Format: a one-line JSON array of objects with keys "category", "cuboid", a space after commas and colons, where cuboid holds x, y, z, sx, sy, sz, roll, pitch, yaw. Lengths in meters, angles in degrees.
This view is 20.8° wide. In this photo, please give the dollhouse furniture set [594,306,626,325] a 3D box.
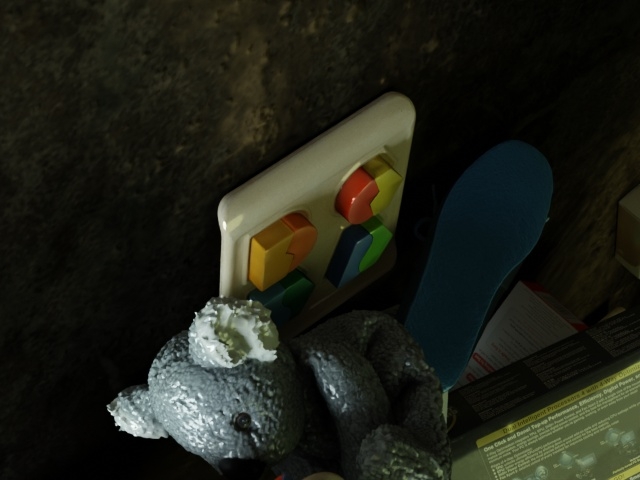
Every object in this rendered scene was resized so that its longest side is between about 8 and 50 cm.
[{"category": "dollhouse furniture set", "cuboid": [0.388, 0.118, 1.917, 0.374, 0.152, 0.201, -35, 168, -24]}]

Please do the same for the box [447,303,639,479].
[{"category": "box", "cuboid": [0.218, 0.283, 1.729, 0.395, 0.097, 0.318, -25, 115, -6]}]

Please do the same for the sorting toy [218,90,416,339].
[{"category": "sorting toy", "cuboid": [0.000, 0.000, 1.388, 0.193, 0.038, 0.208, -34, 149, -25]}]

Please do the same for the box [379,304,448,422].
[{"category": "box", "cuboid": [0.051, 0.144, 1.566, 0.126, 0.072, 0.137, -19, 119, -42]}]

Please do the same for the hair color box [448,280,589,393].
[{"category": "hair color box", "cuboid": [0.199, 0.135, 1.789, 0.167, 0.093, 0.053, -55, 151, 14]}]

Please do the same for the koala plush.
[{"category": "koala plush", "cuboid": [-0.039, 0.127, 1.344, 0.221, 0.203, 0.196, 19, 140, -25]}]

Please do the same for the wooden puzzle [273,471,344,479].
[{"category": "wooden puzzle", "cuboid": [-0.073, 0.289, 1.361, 0.348, 0.080, 0.322, -16, 132, 25]}]

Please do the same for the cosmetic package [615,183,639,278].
[{"category": "cosmetic package", "cuboid": [0.351, -0.015, 1.867, 0.060, 0.041, 0.115, -37, 151, -17]}]

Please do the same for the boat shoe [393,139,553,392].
[{"category": "boat shoe", "cuboid": [0.111, 0.023, 1.503, 0.258, 0.109, 0.089, -55, -175, -23]}]
